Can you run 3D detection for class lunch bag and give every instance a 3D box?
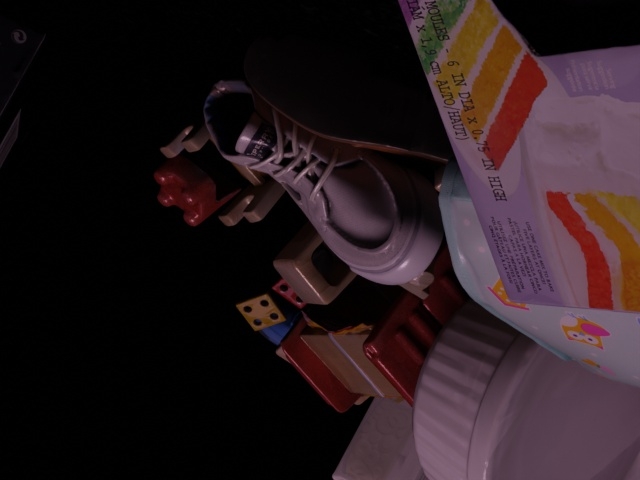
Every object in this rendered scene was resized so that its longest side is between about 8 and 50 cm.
[{"bbox_3d":[0.228,0.010,0.878,0.223,0.160,0.262,12,165,39],"label":"lunch bag"}]

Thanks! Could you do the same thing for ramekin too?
[{"bbox_3d":[0.203,0.154,1.189,0.127,0.273,0.273,23,168,48],"label":"ramekin"}]

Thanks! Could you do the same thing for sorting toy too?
[{"bbox_3d":[0.030,0.119,1.591,0.274,0.046,0.132,33,125,-16],"label":"sorting toy"}]

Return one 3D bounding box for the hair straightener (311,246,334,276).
[{"bbox_3d":[0.069,0.072,1.485,0.230,0.047,0.089,35,161,-32],"label":"hair straightener"}]

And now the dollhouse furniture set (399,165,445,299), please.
[{"bbox_3d":[0.111,-0.047,1.096,0.144,0.123,0.151,32,127,-23],"label":"dollhouse furniture set"}]

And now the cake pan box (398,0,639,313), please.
[{"bbox_3d":[0.159,-0.087,0.645,0.246,0.070,0.266,3,121,50],"label":"cake pan box"}]

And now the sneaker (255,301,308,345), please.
[{"bbox_3d":[0.007,0.114,1.689,0.209,0.069,0.082,20,147,22],"label":"sneaker"}]

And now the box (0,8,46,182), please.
[{"bbox_3d":[-0.449,-0.158,1.284,0.294,0.182,0.296,27,162,-9],"label":"box"}]

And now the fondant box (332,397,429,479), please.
[{"bbox_3d":[0.165,0.242,1.527,0.096,0.238,0.330,21,164,32],"label":"fondant box"}]

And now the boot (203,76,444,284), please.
[{"bbox_3d":[-0.012,-0.053,1.001,0.123,0.095,0.258,23,-170,-32],"label":"boot"}]

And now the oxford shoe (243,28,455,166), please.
[{"bbox_3d":[0.041,-0.097,0.971,0.212,0.076,0.076,23,174,9],"label":"oxford shoe"}]

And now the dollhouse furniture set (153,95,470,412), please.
[{"bbox_3d":[0.000,0.000,1.265,0.374,0.152,0.201,50,157,-17],"label":"dollhouse furniture set"}]
